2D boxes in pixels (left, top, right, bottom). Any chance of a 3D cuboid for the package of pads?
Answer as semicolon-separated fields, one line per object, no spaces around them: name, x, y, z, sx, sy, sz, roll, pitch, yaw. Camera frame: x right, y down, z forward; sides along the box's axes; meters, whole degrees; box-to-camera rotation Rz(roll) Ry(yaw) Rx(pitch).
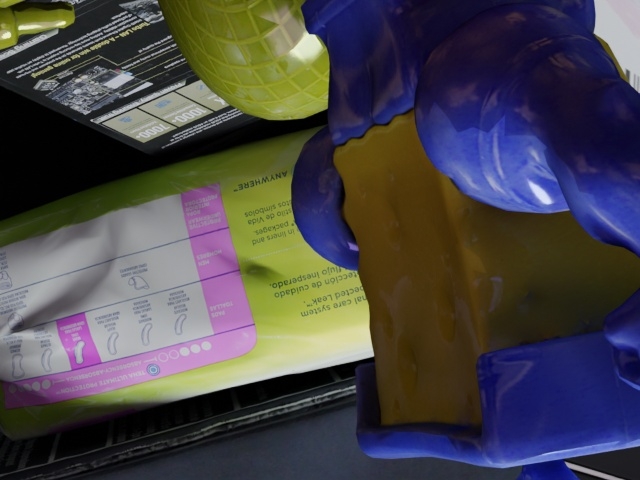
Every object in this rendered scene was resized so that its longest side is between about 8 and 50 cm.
package of pads;0.000;0.000;0.870;0.297;0.101;0.229;-15;-179;14

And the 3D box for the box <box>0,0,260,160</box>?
box;-0.038;-0.113;0.713;0.180;0.077;0.147;-21;154;29

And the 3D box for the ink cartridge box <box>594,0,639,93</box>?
ink cartridge box;0.159;-0.100;0.566;0.131;0.226;0.306;-45;156;-18

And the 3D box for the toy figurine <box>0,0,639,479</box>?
toy figurine;0.004;-0.005;0.468;0.191;0.217;0.362;-16;179;-17

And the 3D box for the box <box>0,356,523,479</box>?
box;-0.046;0.155;0.922;0.294;0.182;0.296;-16;-176;-3
